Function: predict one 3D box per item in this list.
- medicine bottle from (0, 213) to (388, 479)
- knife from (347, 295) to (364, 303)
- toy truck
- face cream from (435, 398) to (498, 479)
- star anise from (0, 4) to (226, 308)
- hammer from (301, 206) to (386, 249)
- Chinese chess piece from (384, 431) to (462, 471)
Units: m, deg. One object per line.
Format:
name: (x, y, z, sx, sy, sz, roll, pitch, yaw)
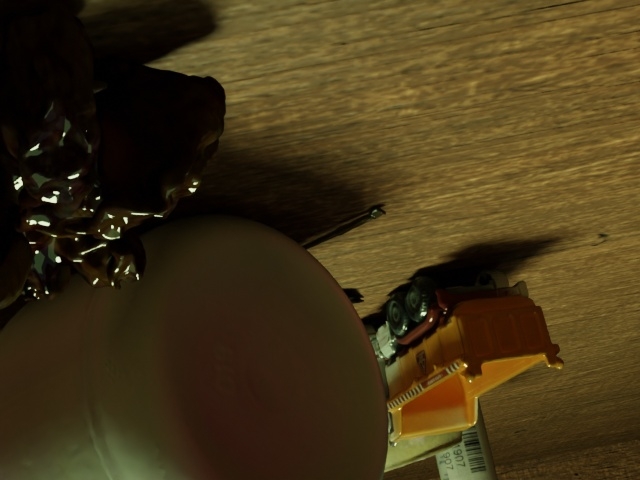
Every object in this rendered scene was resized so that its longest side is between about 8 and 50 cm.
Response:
medicine bottle: (-0.139, 0.146, 0.807, 0.325, 0.256, 0.256, -27, 156, 38)
knife: (-0.055, 0.062, 0.991, 0.230, 0.028, 0.060, -3, 173, -30)
toy truck: (0.121, 0.118, 1.065, 0.114, 0.135, 0.270, -4, 160, -21)
face cream: (0.207, 0.325, 1.518, 0.082, 0.269, 0.082, -11, 161, -4)
star anise: (-0.156, -0.023, 0.517, 0.220, 0.125, 0.190, -28, 159, 35)
hammer: (0.000, 0.000, 0.842, 0.123, 0.014, 0.029, -24, 166, 32)
Chinese chess piece: (0.050, 0.249, 1.401, 0.270, 0.112, 0.270, -18, 170, -3)
